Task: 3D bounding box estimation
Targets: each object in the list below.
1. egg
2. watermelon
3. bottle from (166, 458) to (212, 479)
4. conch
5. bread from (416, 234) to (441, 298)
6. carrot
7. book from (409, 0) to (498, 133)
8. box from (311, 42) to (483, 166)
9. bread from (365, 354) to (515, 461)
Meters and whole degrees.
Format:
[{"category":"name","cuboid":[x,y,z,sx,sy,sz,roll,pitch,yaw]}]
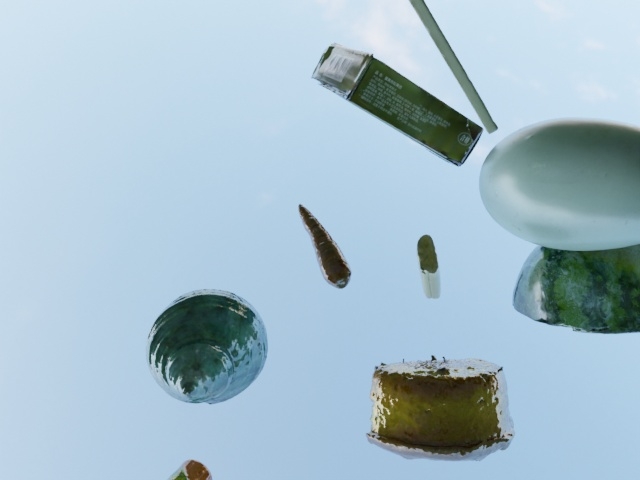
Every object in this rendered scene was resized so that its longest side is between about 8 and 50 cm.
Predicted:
[{"category":"egg","cuboid":[0.441,-0.096,0.911,0.230,0.230,0.371,-33,-155,-25]},{"category":"watermelon","cuboid":[0.503,0.086,1.055,0.305,0.180,0.224,3,-121,53]},{"category":"bottle","cuboid":[-0.249,0.440,0.862,0.069,0.069,0.187,16,-160,13]},{"category":"conch","cuboid":[-0.159,0.166,0.776,0.134,0.196,0.202,-8,-168,31]},{"category":"bread","cuboid":[0.328,0.084,1.609,0.060,0.178,0.140,-10,-125,10]},{"category":"carrot","cuboid":[0.000,0.000,0.916,0.048,0.048,0.216,-16,-135,-13]},{"category":"book","cuboid":[0.192,-0.302,0.829,0.020,0.295,0.208,-31,-174,21]},{"category":"box","cuboid":[0.213,-0.405,1.561,0.420,0.138,0.373,24,-164,-25]},{"category":"bread","cuboid":[0.273,0.337,1.075,0.340,0.179,0.195,3,-98,-26]}]
